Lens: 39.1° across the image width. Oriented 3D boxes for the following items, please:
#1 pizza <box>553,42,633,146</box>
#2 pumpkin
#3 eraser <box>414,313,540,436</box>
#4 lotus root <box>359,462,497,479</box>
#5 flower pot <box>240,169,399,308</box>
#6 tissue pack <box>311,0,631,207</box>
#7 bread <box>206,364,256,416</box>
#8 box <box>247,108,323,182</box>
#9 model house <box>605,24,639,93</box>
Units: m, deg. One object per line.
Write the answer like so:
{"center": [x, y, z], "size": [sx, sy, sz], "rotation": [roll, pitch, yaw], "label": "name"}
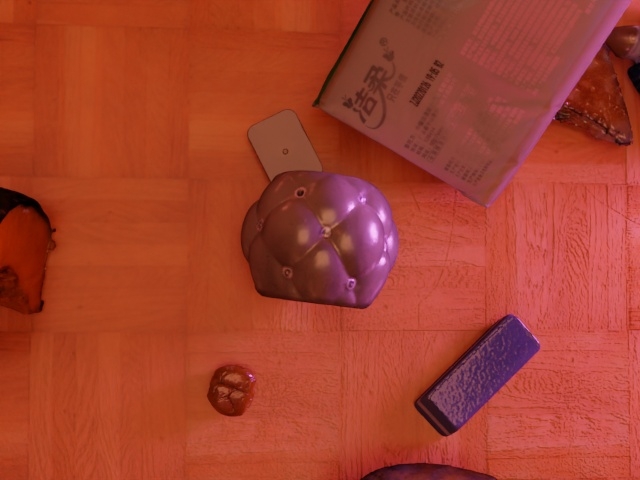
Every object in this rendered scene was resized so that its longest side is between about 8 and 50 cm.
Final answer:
{"center": [0.460, -0.235, 1.533], "size": [0.185, 0.052, 0.195], "rotation": [-37, 87, -13], "label": "pizza"}
{"center": [-0.542, 0.038, 1.315], "size": [0.225, 0.303, 0.257], "rotation": [6, 114, 1], "label": "pumpkin"}
{"center": [0.261, 0.224, 1.498], "size": [0.225, 0.036, 0.082], "rotation": [-44, 92, -6], "label": "eraser"}
{"center": [0.127, 0.471, 1.424], "size": [0.260, 0.149, 0.267], "rotation": [10, 104, -1], "label": "lotus root"}
{"center": [0.000, 0.000, 1.384], "size": [0.246, 0.246, 0.195], "rotation": [6, 87, -5], "label": "flower pot"}
{"center": [0.231, -0.311, 1.368], "size": [0.331, 0.205, 0.405], "rotation": [30, 116, -1], "label": "tissue pack"}
{"center": [-0.143, 0.239, 1.453], "size": [0.081, 0.046, 0.083], "rotation": [44, 83, -5], "label": "bread"}
{"center": [-0.059, -0.145, 1.487], "size": [0.091, 0.031, 0.126], "rotation": [-28, 91, -6], "label": "box"}
{"center": [0.612, -0.304, 1.493], "size": [0.291, 0.184, 0.253], "rotation": [13, 88, -1], "label": "model house"}
